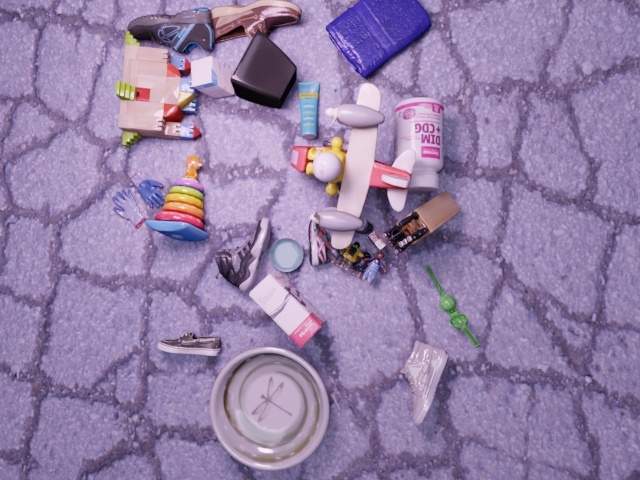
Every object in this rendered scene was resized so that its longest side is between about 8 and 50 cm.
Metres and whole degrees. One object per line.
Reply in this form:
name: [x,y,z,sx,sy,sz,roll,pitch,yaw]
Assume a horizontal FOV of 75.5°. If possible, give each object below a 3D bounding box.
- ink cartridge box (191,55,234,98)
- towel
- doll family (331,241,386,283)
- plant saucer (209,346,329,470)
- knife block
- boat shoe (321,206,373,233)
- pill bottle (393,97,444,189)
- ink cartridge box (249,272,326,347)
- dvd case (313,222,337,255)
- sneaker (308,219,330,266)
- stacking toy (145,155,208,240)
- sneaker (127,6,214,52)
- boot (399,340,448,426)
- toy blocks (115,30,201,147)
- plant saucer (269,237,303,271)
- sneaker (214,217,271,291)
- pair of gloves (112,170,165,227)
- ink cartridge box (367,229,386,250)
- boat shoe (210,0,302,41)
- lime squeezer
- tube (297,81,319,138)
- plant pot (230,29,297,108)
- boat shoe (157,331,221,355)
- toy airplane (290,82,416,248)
ink cartridge box: [-0.373,-0.567,1.457,0.090,0.143,0.092,-3,87,23]
towel: [0.201,-0.738,1.440,0.308,0.076,0.227,-37,91,3]
doll family: [0.133,0.063,1.405,0.193,0.076,0.111,30,86,2]
plant saucer: [-0.165,0.552,1.393,0.401,0.100,0.400,0,87,6]
knife block: [0.327,-0.062,1.302,0.276,0.242,0.088,-34,85,3]
boat shoe: [0.091,-0.061,1.420,0.183,0.083,0.065,19,84,34]
pill bottle: [0.322,-0.305,1.356,0.161,0.160,0.282,0,88,6]
ink cartridge box: [-0.104,0.221,1.367,0.237,0.172,0.100,44,92,6]
dvd case: [0.015,-0.011,1.361,0.013,0.087,0.119,-37,110,14]
sneaker: [0.000,0.000,1.430,0.077,0.072,0.178,-1,90,-12]
stacking toy: [-0.471,-0.157,1.448,0.175,0.166,0.301,3,76,17]
sneaker: [-0.540,-0.739,1.482,0.341,0.125,0.139,4,122,20]
boot: [0.317,0.463,1.362,0.124,0.095,0.258,21,81,12]
toy blocks: [-0.553,-0.517,1.466,0.261,0.191,0.381,4,88,-6]
plant saucer: [-0.118,0.050,1.453,0.120,0.021,0.119,0,88,6]
sneaker: [-0.274,0.033,1.428,0.153,0.101,0.268,20,92,4]
pair of gloves: [-0.666,-0.155,1.519,0.198,0.023,0.159,-43,86,3]
ink cartridge box: [0.188,0.001,1.377,0.029,0.115,0.063,-40,84,2]
boat shoe: [-0.232,-0.760,1.463,0.342,0.123,0.123,1,95,10]
lime squeezer: [0.426,0.225,1.354,0.059,0.110,0.310,-38,53,19]
tube: [-0.041,-0.465,1.462,0.080,0.052,0.206,-1,81,-5]
plant pot: [-0.183,-0.561,1.418,0.167,0.187,0.188,29,90,-5]
boat shoe: [-0.457,0.356,1.449,0.220,0.078,0.070,5,88,-2]
toy airplane: [0.091,-0.211,1.253,0.384,0.272,0.385,-32,79,34]
